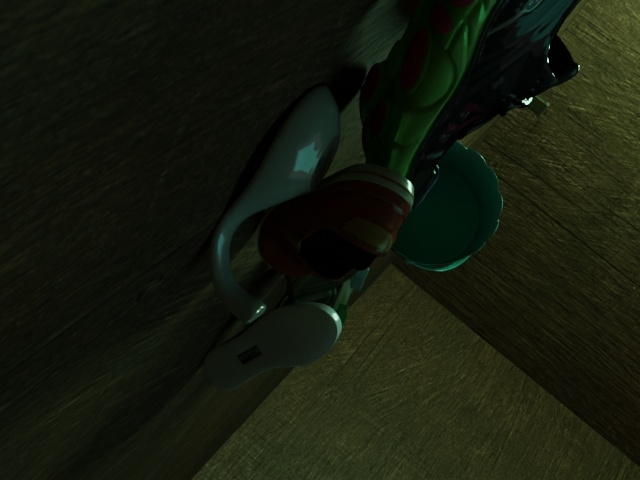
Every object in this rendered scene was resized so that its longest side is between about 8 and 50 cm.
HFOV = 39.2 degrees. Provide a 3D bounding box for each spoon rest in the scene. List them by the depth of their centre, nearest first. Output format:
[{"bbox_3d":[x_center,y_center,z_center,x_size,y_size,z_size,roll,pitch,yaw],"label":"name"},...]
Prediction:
[{"bbox_3d":[-0.055,-0.046,0.994,0.276,0.084,0.137,-67,169,17],"label":"spoon rest"}]

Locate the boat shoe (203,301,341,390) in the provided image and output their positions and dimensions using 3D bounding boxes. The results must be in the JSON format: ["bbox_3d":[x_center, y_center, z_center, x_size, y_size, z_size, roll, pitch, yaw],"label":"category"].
[{"bbox_3d":[-0.072,0.172,1.549,0.301,0.108,0.102,-32,-178,35],"label":"boat shoe"}]

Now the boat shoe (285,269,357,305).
[{"bbox_3d":[-0.013,0.036,1.477,0.113,0.103,0.302,-14,164,-18],"label":"boat shoe"}]

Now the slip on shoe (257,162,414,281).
[{"bbox_3d":[0.000,0.000,1.099,0.331,0.123,0.101,-25,-138,62],"label":"slip on shoe"}]

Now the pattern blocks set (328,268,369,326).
[{"bbox_3d":[0.056,0.029,1.631,0.324,0.026,0.285,-81,-170,-50],"label":"pattern blocks set"}]

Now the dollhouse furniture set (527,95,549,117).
[{"bbox_3d":[0.304,-0.255,1.629,0.101,0.182,0.161,-54,172,24],"label":"dollhouse furniture set"}]

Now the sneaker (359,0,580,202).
[{"bbox_3d":[0.172,-0.177,1.013,0.483,0.202,0.185,120,-30,-59],"label":"sneaker"}]

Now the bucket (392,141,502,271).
[{"bbox_3d":[0.249,-0.068,1.966,0.281,0.281,0.183,-50,176,-5],"label":"bucket"}]

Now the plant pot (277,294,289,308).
[{"bbox_3d":[-0.046,0.146,1.954,0.081,0.081,0.083,-55,-176,30],"label":"plant pot"}]

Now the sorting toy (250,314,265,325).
[{"bbox_3d":[-0.128,0.178,1.786,0.102,0.042,0.061,75,38,-67],"label":"sorting toy"}]

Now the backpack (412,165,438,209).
[{"bbox_3d":[0.167,-0.128,1.780,0.114,0.105,0.084,-50,-165,-9],"label":"backpack"}]
